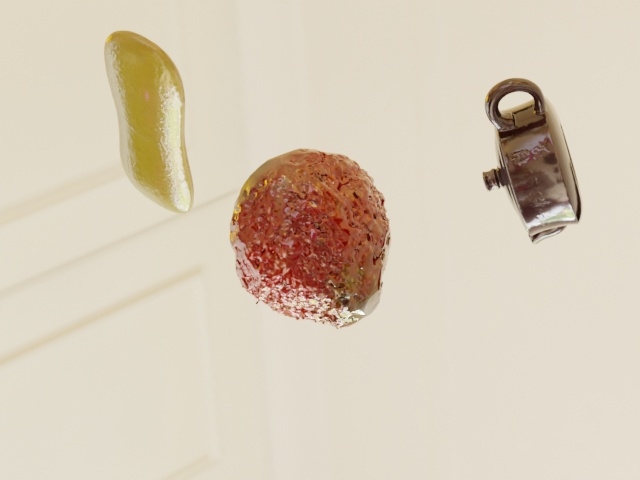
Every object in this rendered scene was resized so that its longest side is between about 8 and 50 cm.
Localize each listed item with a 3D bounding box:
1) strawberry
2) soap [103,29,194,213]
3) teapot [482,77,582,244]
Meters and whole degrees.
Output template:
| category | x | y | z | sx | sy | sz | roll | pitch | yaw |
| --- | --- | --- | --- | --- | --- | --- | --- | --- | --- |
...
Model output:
| category | x | y | z | sx | sy | sz | roll | pitch | yaw |
| --- | --- | --- | --- | --- | --- | --- | --- | --- | --- |
| strawberry | -0.001 | 0.001 | 1.011 | 0.106 | 0.106 | 0.106 | 26 | -52 | 39 |
| soap | -0.059 | -0.040 | 0.618 | 0.034 | 0.012 | 0.089 | 29 | -31 | 21 |
| teapot | 0.101 | -0.038 | 0.876 | 0.068 | 0.045 | 0.100 | -96 | 165 | -52 |
